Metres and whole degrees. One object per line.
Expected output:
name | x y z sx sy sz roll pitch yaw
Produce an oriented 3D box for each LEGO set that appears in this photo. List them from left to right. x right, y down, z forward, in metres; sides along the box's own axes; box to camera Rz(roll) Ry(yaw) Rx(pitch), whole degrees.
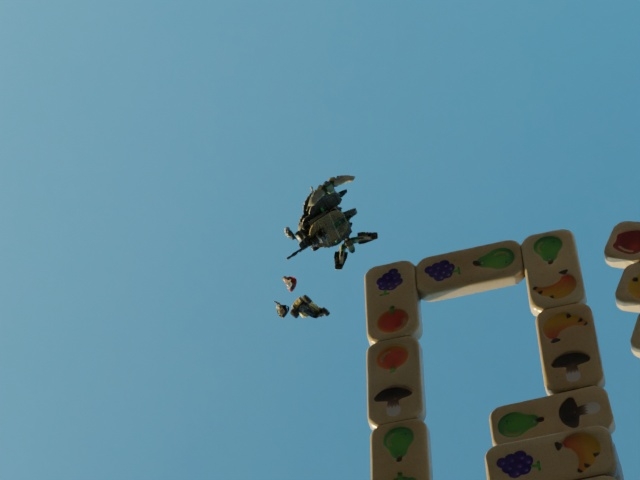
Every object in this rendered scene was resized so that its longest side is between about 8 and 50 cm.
LEGO set | -0.002 0.001 0.774 0.083 0.054 0.023 -56 -139 12

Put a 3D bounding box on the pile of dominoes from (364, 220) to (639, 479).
pile of dominoes | 0.113 0.068 0.719 0.196 0.040 0.251 -13 -140 11
